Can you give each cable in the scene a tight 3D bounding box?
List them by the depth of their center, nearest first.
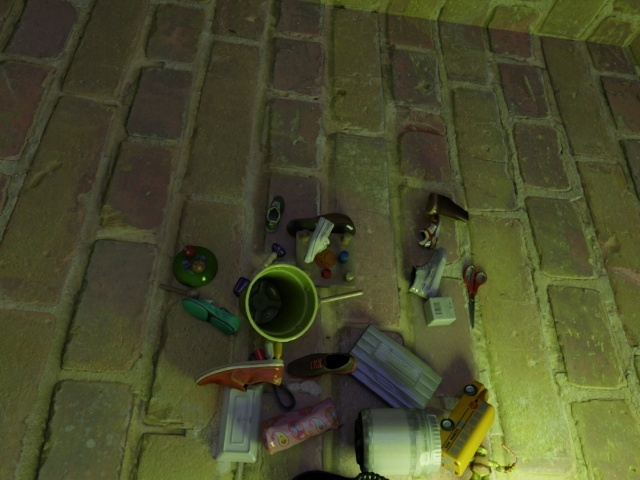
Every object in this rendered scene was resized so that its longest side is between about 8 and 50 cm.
[{"bbox_3d":[-0.186,0.503,1.784,0.139,0.072,0.287,-14,66,-10],"label":"cable"}]

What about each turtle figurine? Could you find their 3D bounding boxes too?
[{"bbox_3d":[0.569,0.832,1.724,0.269,0.087,0.217,14,45,12],"label":"turtle figurine"}]

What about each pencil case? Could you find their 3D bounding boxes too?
[{"bbox_3d":[-0.070,0.662,1.695,0.284,0.124,0.124,-14,65,-17],"label":"pencil case"}]

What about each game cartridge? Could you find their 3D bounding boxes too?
[{"bbox_3d":[0.276,0.517,1.862,0.355,0.068,0.230,37,59,11],"label":"game cartridge"}]

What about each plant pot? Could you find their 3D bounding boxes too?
[{"bbox_3d":[-0.190,0.233,1.798,0.276,0.254,0.276,4,82,-27],"label":"plant pot"}]

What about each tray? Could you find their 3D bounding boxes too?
[{"bbox_3d":[-0.291,0.649,1.713,0.145,0.030,0.270,6,61,-7],"label":"tray"}]

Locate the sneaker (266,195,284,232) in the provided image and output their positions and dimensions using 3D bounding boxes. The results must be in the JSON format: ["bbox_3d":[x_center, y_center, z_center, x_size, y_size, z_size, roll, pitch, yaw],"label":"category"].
[{"bbox_3d":[-0.197,-0.133,2.112,0.064,0.086,0.192,14,61,-2],"label":"sneaker"}]

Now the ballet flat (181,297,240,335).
[{"bbox_3d":[-0.424,0.284,1.868,0.247,0.083,0.087,29,37,6],"label":"ballet flat"}]

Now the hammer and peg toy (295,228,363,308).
[{"bbox_3d":[0.028,0.130,1.988,0.265,0.127,0.361,3,62,-10],"label":"hammer and peg toy"}]

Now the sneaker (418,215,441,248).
[{"bbox_3d":[0.504,-0.053,2.195,0.083,0.069,0.186,18,60,-5],"label":"sneaker"}]

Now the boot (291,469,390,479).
[{"bbox_3d":[0.076,0.823,1.548,0.347,0.260,0.131,7,62,-6],"label":"boot"}]

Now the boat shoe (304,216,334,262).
[{"bbox_3d":[0.000,0.000,1.928,0.075,0.083,0.226,20,59,1],"label":"boat shoe"}]

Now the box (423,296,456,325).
[{"bbox_3d":[0.500,0.299,1.996,0.101,0.087,0.101,-1,62,-11],"label":"box"}]

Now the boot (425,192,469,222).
[{"bbox_3d":[0.597,-0.142,2.196,0.206,0.090,0.248,28,25,2],"label":"boot"}]

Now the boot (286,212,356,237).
[{"bbox_3d":[-0.001,-0.067,2.120,0.305,0.112,0.115,1,37,-9],"label":"boot"}]

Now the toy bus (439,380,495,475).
[{"bbox_3d":[0.536,0.678,1.743,0.130,0.108,0.332,18,45,39],"label":"toy bus"}]

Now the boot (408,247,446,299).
[{"bbox_3d":[0.464,0.125,2.077,0.123,0.095,0.258,23,62,-5],"label":"boot"}]

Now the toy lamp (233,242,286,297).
[{"bbox_3d":[-0.257,0.126,1.972,0.080,0.080,0.275,35,60,10],"label":"toy lamp"}]

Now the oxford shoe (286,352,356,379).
[{"bbox_3d":[-0.004,0.462,1.792,0.271,0.098,0.097,-12,62,8],"label":"oxford shoe"}]

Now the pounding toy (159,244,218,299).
[{"bbox_3d":[-0.522,0.108,1.917,0.182,0.110,0.237,24,61,4],"label":"pounding toy"}]

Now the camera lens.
[{"bbox_3d":[0.260,0.699,1.654,0.274,0.219,0.219,0,62,0],"label":"camera lens"}]

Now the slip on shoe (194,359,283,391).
[{"bbox_3d":[-0.295,0.498,1.723,0.331,0.123,0.101,-6,71,1],"label":"slip on shoe"}]

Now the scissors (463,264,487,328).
[{"bbox_3d":[0.660,0.242,2.096,0.109,0.021,0.297,25,62,2],"label":"scissors"}]
